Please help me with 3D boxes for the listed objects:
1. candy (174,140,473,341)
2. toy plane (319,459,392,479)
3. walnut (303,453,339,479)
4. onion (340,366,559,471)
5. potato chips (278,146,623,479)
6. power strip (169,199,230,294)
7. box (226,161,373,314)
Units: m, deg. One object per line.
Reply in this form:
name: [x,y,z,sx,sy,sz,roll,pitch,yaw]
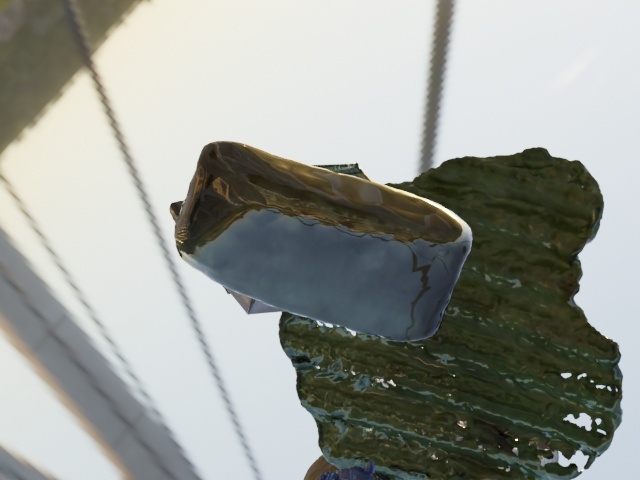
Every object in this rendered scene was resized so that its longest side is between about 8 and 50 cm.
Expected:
candy: [0.000,0.000,1.463,0.102,0.234,0.104,-96,-156,-63]
toy plane: [0.027,0.230,1.572,0.167,0.062,0.054,-80,-169,-78]
walnut: [0.126,0.398,2.602,0.313,0.252,0.277,-15,-162,-20]
onion: [0.121,0.251,2.271,0.280,0.314,0.146,-14,140,-59]
potato chips: [0.145,0.094,1.954,0.389,0.373,0.097,-12,171,26]
power strip: [-0.046,0.019,2.378,0.251,0.257,0.092,-123,-146,-51]
box: [-0.016,-0.004,1.718,0.199,0.135,0.081,-6,132,-39]
